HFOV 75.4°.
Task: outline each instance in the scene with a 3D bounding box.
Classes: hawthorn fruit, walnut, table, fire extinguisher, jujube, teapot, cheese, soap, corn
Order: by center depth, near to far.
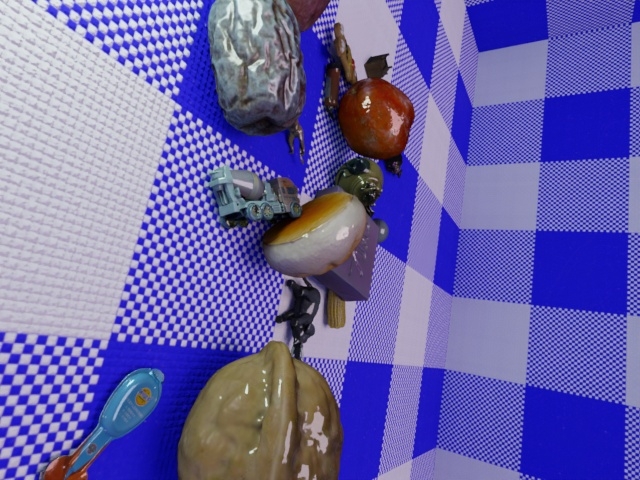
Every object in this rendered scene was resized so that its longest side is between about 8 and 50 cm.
[{"bbox_3d":[-0.387,0.341,0.766,0.256,0.037,0.106,-51,132,-42],"label":"cheese"},{"bbox_3d":[-0.122,0.443,0.923,0.383,0.383,0.384,-6,98,-58],"label":"walnut"},{"bbox_3d":[-0.142,-0.409,0.954,0.226,0.225,0.317,-16,100,-57],"label":"jujube"},{"bbox_3d":[0.071,0.016,1.367,0.285,0.107,0.297,38,52,-43],"label":"soap"},{"bbox_3d":[0.040,-0.498,1.383,0.062,0.050,0.178,7,87,-68],"label":"fire extinguisher"},{"bbox_3d":[0.147,-0.177,1.429,0.183,0.173,0.270,-117,-171,-52],"label":"teapot"},{"bbox_3d":[0.187,-0.417,1.433,0.284,0.284,0.285,-6,98,-58],"label":"hawthorn fruit"},{"bbox_3d":[0.058,0.223,1.446,0.085,0.063,0.166,8,83,-47],"label":"corn"},{"bbox_3d":[0.232,-0.690,1.646,0.083,0.082,0.070,-58,137,-38],"label":"table"}]

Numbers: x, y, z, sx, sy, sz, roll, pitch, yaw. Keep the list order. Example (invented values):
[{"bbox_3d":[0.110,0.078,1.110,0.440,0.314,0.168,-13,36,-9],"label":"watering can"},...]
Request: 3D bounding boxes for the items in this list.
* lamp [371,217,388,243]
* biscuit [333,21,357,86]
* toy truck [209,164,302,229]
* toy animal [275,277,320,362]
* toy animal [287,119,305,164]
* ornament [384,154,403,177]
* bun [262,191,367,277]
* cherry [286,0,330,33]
[{"bbox_3d":[0.221,-0.037,1.657,0.105,0.105,0.105,-6,98,-58],"label":"lamp"},{"bbox_3d":[0.095,-0.627,1.434,0.240,0.035,0.158,45,41,-61],"label":"biscuit"},{"bbox_3d":[-0.161,-0.111,1.037,0.256,0.108,0.140,-11,88,-55],"label":"toy truck"},{"bbox_3d":[-0.065,0.241,1.232,0.137,0.082,0.270,26,70,-55],"label":"toy animal"},{"bbox_3d":[-0.082,-0.312,1.182,0.086,0.069,0.220,-64,144,-49],"label":"toy animal"},{"bbox_3d":[0.327,-0.344,1.845,0.203,0.088,0.081,35,38,-67],"label":"ornament"},{"bbox_3d":[0.000,0.000,1.102,0.165,0.298,0.299,60,42,-21],"label":"bun"},{"bbox_3d":[-0.059,-0.697,1.057,0.261,0.221,0.308,-22,124,-47],"label":"cherry"}]
